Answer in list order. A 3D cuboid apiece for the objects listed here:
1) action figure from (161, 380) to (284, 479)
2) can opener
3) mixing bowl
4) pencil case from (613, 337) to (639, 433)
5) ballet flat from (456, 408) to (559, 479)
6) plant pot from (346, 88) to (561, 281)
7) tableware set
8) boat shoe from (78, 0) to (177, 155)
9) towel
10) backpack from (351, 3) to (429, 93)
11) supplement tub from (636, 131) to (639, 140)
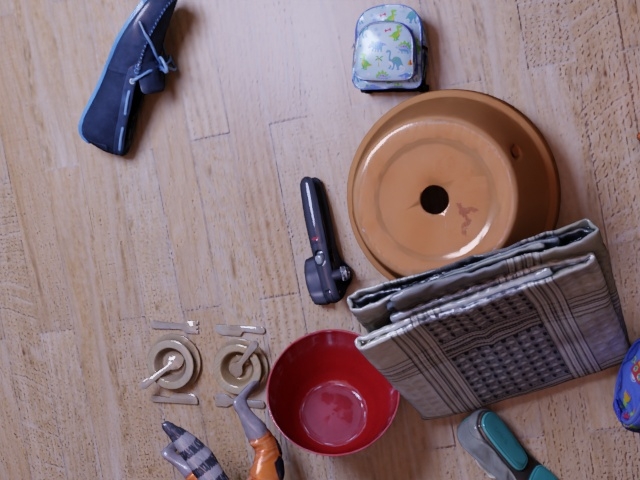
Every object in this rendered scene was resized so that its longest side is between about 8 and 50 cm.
[{"bbox_3d":[-0.134,0.416,1.317,0.341,0.178,0.330,-34,68,16],"label":"action figure"},{"bbox_3d":[0.000,0.000,1.325,0.073,0.059,0.186,-10,92,16],"label":"can opener"},{"bbox_3d":[0.018,0.226,1.301,0.181,0.098,0.182,-1,59,1],"label":"mixing bowl"},{"bbox_3d":[0.515,0.229,1.157,0.306,0.119,0.133,23,105,3],"label":"pencil case"},{"bbox_3d":[0.270,0.324,1.284,0.213,0.072,0.068,50,132,4],"label":"ballet flat"},{"bbox_3d":[0.159,-0.057,1.205,0.290,0.203,0.291,1,94,15],"label":"plant pot"},{"bbox_3d":[-0.175,0.187,1.396,0.194,0.039,0.128,1,95,15],"label":"tableware set"},{"bbox_3d":[-0.260,-0.243,1.367,0.089,0.109,0.258,33,118,3],"label":"boat shoe"},{"bbox_3d":[0.223,0.120,1.168,0.312,0.324,0.056,-18,50,15],"label":"towel"},{"bbox_3d":[0.094,-0.261,1.268,0.104,0.084,0.114,1,92,12],"label":"backpack"},{"bbox_3d":[0.497,-0.104,1.157,0.190,0.117,0.117,40,103,8],"label":"supplement tub"}]
